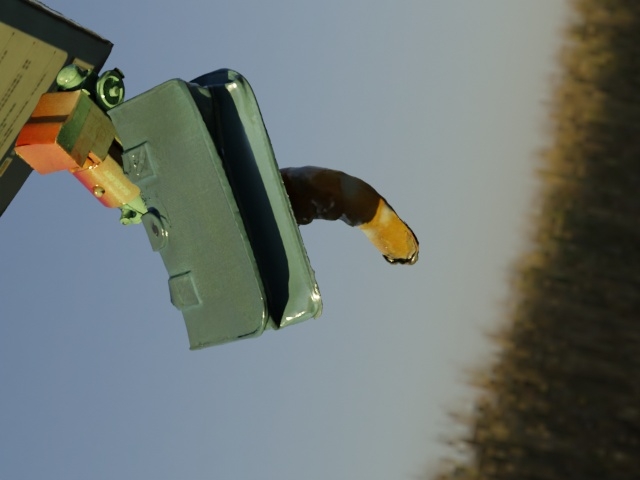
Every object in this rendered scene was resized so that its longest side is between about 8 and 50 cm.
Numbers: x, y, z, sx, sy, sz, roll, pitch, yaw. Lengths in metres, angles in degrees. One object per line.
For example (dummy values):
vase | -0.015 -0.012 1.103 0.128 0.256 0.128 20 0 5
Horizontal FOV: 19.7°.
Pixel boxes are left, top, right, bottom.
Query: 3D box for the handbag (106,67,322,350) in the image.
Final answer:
handbag | -0.098 -0.023 1.573 0.062 0.179 0.229 -19 -88 -35

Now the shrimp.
shrimp | 0.000 0.000 1.668 0.161 0.166 0.049 -53 20 36

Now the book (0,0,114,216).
book | -0.376 -0.122 1.836 0.300 0.039 0.428 -55 -17 4

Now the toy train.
toy train | -0.207 -0.087 1.767 0.176 0.074 0.118 50 -129 -43
